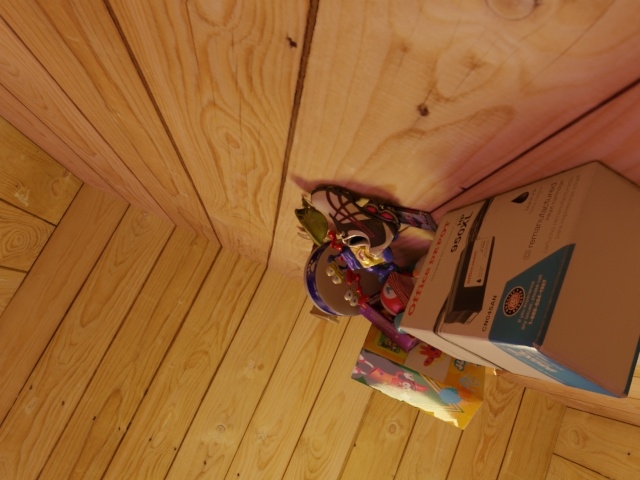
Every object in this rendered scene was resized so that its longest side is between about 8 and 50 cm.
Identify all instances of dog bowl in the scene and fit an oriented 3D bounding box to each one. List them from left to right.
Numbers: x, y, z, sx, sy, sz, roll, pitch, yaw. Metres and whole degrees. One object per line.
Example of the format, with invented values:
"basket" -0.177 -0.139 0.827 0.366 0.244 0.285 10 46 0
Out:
"dog bowl" 0.082 0.125 1.466 0.265 0.264 0.104 29 164 -18

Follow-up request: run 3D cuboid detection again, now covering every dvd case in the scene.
"dvd case" 0.221 -0.055 1.065 0.120 0.013 0.087 14 163 35

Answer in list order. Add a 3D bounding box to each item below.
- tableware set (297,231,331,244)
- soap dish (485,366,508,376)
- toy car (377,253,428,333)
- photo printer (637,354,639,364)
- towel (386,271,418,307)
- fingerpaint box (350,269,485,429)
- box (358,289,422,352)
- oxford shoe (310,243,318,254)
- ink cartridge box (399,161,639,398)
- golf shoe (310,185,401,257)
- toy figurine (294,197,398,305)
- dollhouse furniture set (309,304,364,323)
"tableware set" 0.000 0.000 1.659 0.169 0.020 0.141 11 167 36
"soap dish" 0.691 0.423 1.628 0.291 0.118 0.229 -3 174 -19
"toy car" 0.297 0.112 1.246 0.210 0.219 0.238 -2 138 -15
"photo printer" 0.696 0.209 1.013 0.308 0.107 0.256 22 165 -5
"towel" 0.354 0.155 1.068 0.329 0.037 0.237 6 -159 -16
"fingerpaint box" 0.349 0.334 1.443 0.371 0.445 0.163 21 125 10
"box" 0.295 0.217 1.391 0.201 0.293 0.057 38 131 31
"oxford shoe" 0.039 0.061 1.650 0.076 0.076 0.212 28 164 -35
"ink cartridge box" 0.334 0.071 0.757 0.166 0.285 0.395 28 166 -10
"golf shoe" 0.066 -0.056 1.093 0.273 0.120 0.105 24 170 36
"toy figurine" 0.113 -0.007 1.253 0.217 0.191 0.362 -27 112 21
"dollhouse furniture set" 0.192 0.314 2.030 0.394 0.256 0.362 31 166 -25
